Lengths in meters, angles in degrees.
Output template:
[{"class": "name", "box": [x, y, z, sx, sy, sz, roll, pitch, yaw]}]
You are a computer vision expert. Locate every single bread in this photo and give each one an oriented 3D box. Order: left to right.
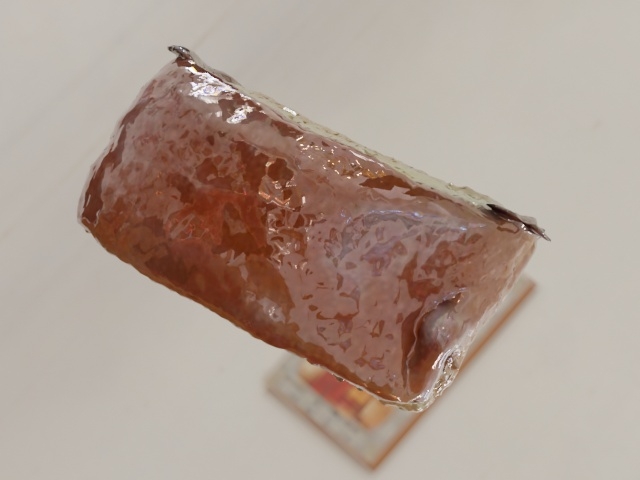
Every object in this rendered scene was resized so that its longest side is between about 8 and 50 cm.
[{"class": "bread", "box": [-0.005, -0.003, 0.919, 0.244, 0.123, 0.190, 26, -2, 35]}]
